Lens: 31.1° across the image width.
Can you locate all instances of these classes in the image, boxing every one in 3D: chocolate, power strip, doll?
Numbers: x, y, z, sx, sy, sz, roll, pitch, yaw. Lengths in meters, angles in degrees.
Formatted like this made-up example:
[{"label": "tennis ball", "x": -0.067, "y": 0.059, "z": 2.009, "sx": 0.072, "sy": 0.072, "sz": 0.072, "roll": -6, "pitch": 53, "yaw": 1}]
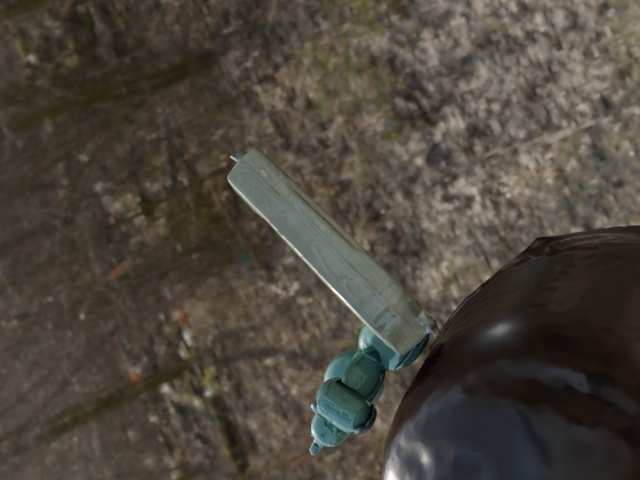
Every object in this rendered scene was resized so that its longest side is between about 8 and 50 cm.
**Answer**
[{"label": "chocolate", "x": 0.232, "y": 0.191, "z": 0.911, "sx": 0.384, "sy": 0.383, "sz": 0.331, "roll": 68, "pitch": -160, "yaw": -8}, {"label": "power strip", "x": 0.000, "y": 0.000, "z": 0.645, "sx": 0.191, "sy": 0.030, "sz": 0.047, "roll": 45, "pitch": -178, "yaw": 39}, {"label": "doll", "x": 0.038, "y": 0.121, "z": 1.031, "sx": 0.059, "sy": 0.159, "sz": 0.158, "roll": 34, "pitch": 148, "yaw": 2}]
